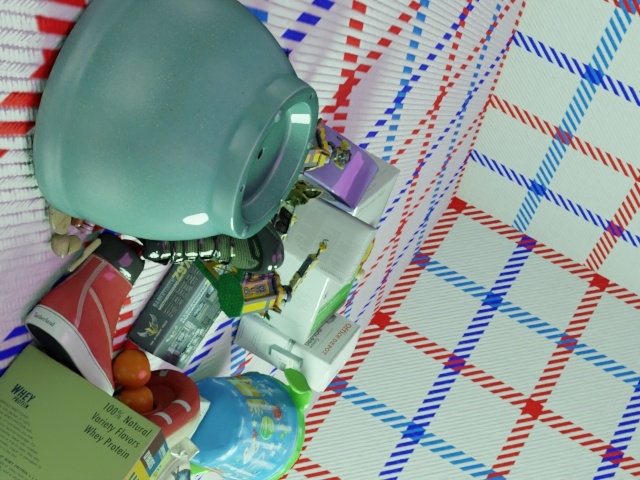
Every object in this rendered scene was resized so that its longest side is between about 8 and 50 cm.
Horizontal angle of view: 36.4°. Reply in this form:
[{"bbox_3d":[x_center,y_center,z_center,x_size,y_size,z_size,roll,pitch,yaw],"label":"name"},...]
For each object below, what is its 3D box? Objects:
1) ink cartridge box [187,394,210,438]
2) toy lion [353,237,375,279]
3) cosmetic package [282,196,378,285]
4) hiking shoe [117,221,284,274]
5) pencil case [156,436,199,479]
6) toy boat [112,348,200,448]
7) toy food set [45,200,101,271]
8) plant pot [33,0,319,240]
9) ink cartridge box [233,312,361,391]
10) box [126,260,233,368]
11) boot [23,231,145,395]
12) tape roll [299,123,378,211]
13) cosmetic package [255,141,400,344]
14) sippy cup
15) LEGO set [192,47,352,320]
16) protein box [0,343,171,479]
[{"bbox_3d":[-0.279,0.325,1.745,0.127,0.072,0.175,-59,168,-5],"label":"ink cartridge box"},{"bbox_3d":[0.075,0.028,1.871,0.096,0.034,0.100,-67,163,8],"label":"toy lion"},{"bbox_3d":[-0.040,-0.031,1.491,0.099,0.239,0.060,-62,168,8],"label":"cosmetic package"},{"bbox_3d":[-0.154,0.001,1.145,0.114,0.227,0.086,-45,146,-46],"label":"hiking shoe"},{"bbox_3d":[-0.301,0.400,1.440,0.183,0.160,0.410,-48,-178,5],"label":"pencil case"},{"bbox_3d":[-0.278,0.237,1.467,0.231,0.151,0.151,-26,115,-69],"label":"toy boat"},{"bbox_3d":[-0.276,-0.025,1.085,0.078,0.019,0.122,-51,157,-38],"label":"toy food set"},{"bbox_3d":[-0.125,-0.119,1.014,0.293,0.196,0.293,-57,164,-26],"label":"plant pot"},{"bbox_3d":[-0.047,0.199,2.044,0.158,0.218,0.092,-45,161,-50],"label":"ink cartridge box"},{"bbox_3d":[-0.199,0.085,1.547,0.232,0.059,0.183,-58,168,-8],"label":"box"},{"bbox_3d":[-0.270,0.097,1.237,0.176,0.088,0.244,-56,164,-27],"label":"boot"},{"bbox_3d":[-0.009,-0.126,1.517,0.080,0.189,0.189,-60,168,-5],"label":"tape roll"},{"bbox_3d":[0.000,0.000,1.930,0.197,0.155,0.365,-41,158,-49],"label":"cosmetic package"},{"bbox_3d":[-0.177,0.366,1.929,0.305,0.240,0.224,-66,155,-5],"label":"sippy cup"},{"bbox_3d":[-0.056,-0.072,1.290,0.192,0.255,0.331,-10,122,-39],"label":"LEGO set"},{"bbox_3d":[-0.320,0.273,1.159,0.201,0.200,0.136,-55,167,-24],"label":"protein box"}]
